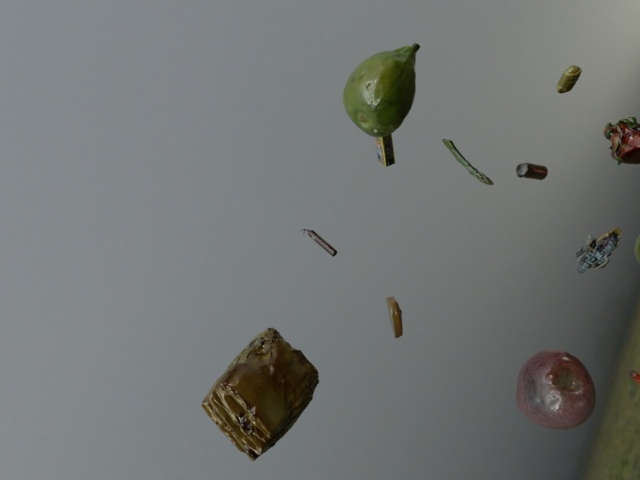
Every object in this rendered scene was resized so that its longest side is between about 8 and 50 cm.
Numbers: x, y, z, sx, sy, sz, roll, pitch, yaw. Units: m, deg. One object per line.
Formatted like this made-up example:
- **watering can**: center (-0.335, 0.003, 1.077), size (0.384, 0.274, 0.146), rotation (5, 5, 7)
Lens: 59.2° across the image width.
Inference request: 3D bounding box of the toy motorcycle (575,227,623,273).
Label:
- **toy motorcycle**: center (0.894, 0.021, 1.805), size (0.130, 0.094, 0.229), rotation (-49, -14, -18)

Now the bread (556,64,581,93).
- **bread**: center (0.667, -0.430, 1.508), size (0.088, 0.049, 0.034), rotation (98, 159, -62)

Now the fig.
- **fig**: center (0.193, -0.497, 1.810), size (0.233, 0.232, 0.314), rotation (57, -142, -53)

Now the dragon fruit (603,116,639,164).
- **dragon fruit**: center (0.853, -0.268, 1.528), size (0.142, 0.175, 0.138), rotation (-23, -19, -26)

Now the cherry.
- **cherry**: center (0.709, 0.457, 1.709), size (0.205, 0.239, 0.239), rotation (-19, -48, -6)

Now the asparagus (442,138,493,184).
- **asparagus**: center (0.458, -0.250, 1.783), size (0.034, 0.236, 0.027), rotation (-28, -28, -15)

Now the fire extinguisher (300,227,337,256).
- **fire extinguisher**: center (0.000, 0.000, 2.213), size (0.049, 0.173, 0.035), rotation (-27, -30, -47)

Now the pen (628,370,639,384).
- **pen**: center (1.057, 0.471, 1.783), size (0.239, 0.028, 0.028), rotation (32, -106, -21)

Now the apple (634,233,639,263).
- **apple**: center (1.097, 0.036, 1.775), size (0.196, 0.196, 0.157), rotation (-31, -28, -49)

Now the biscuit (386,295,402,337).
- **biscuit**: center (0.297, 0.302, 2.200), size (0.170, 0.050, 0.171), rotation (-12, -90, -86)

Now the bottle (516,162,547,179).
- **bottle**: center (0.741, -0.243, 1.983), size (0.164, 0.060, 0.060), rotation (-1, -74, -47)

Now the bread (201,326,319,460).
- **bread**: center (-0.163, 0.451, 1.683), size (0.324, 0.277, 0.167), rotation (-43, -1, -29)

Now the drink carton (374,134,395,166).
- **drink carton**: center (0.261, -0.390, 2.288), size (0.056, 0.071, 0.166), rotation (-22, -55, -12)
